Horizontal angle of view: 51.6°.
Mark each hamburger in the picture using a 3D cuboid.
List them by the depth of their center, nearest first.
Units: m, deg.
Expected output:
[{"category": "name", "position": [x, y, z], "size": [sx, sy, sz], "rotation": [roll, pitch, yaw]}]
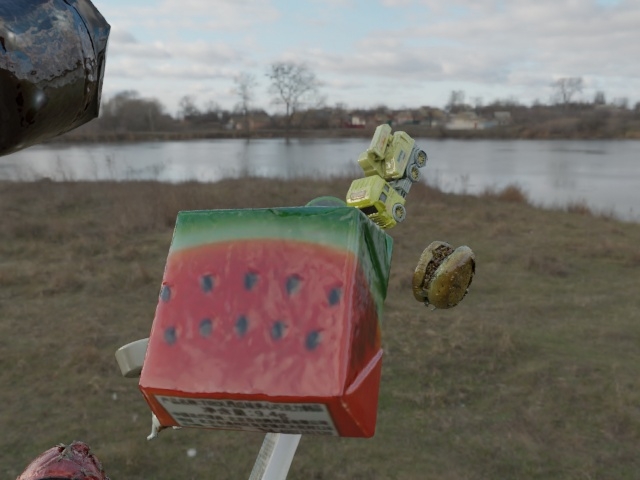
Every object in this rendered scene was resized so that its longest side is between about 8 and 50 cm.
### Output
[{"category": "hamburger", "position": [0.305, 0.094, 1.613], "size": [0.113, 0.186, 0.177], "rotation": [19, 18, 27]}]

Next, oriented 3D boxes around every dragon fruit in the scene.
[{"category": "dragon fruit", "position": [-0.593, 0.546, 1.537], "size": [0.218, 0.224, 0.148], "rotation": [-10, 42, -2]}]

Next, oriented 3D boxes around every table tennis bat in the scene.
[{"category": "table tennis bat", "position": [0.000, 0.000, 1.827], "size": [0.160, 0.257, 0.039], "rotation": [21, -8, 7]}]

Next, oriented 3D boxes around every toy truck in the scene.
[{"category": "toy truck", "position": [0.161, -0.168, 1.708], "size": [0.124, 0.272, 0.157], "rotation": [-9, -42, 48]}]

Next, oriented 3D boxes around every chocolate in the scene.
[{"category": "chocolate", "position": [-0.081, 0.114, 1.031], "size": [0.359, 0.342, 0.161], "rotation": [-1, -28, 15]}, {"category": "chocolate", "position": [-0.614, -0.322, 1.229], "size": [0.383, 0.384, 0.331], "rotation": [0, 26, -4]}]

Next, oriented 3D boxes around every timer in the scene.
[{"category": "timer", "position": [-0.478, 0.428, 1.908], "size": [0.175, 0.266, 0.175], "rotation": [-16, -17, -5]}]

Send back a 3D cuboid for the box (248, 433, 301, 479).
[{"category": "box", "position": [-0.091, 0.431, 1.354], "size": [0.048, 0.265, 0.273], "rotation": [22, -16, -2]}]
